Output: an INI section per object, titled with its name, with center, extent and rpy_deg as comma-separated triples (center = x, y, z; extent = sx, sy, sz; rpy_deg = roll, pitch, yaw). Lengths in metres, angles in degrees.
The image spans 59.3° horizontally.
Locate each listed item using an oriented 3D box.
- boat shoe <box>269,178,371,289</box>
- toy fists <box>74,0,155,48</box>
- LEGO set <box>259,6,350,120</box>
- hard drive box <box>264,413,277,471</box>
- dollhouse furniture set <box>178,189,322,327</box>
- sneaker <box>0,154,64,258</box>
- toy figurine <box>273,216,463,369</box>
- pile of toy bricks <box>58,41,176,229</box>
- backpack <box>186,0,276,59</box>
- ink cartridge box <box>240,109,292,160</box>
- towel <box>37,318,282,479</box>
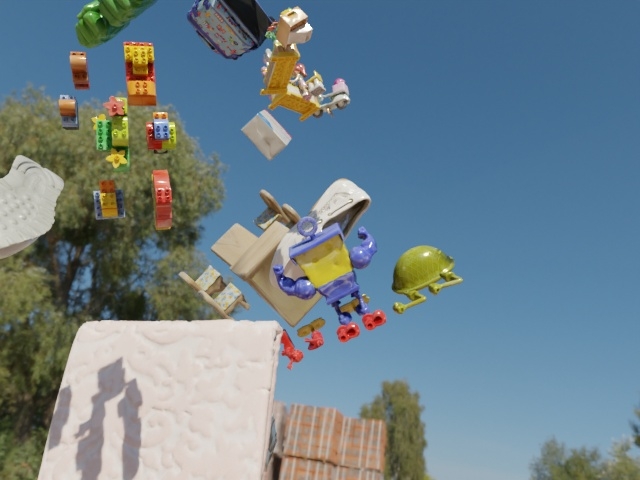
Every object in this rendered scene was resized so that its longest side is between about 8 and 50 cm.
[boat shoe]
center = 0.000, 0.000, 1.166
extent = 0.098, 0.277, 0.096
rpy_deg = 34, 3, -45
[toy fists]
center = -0.528, -0.585, 1.435
extent = 0.279, 0.142, 0.096
rpy_deg = -16, -56, 37
[LEGO set]
center = -0.051, -0.303, 0.949
extent = 0.132, 0.107, 0.287
rpy_deg = -21, -19, 12
[hard drive box]
center = -0.231, 0.459, 1.360
extent = 0.232, 0.089, 0.181
rpy_deg = 13, -38, 9
[dollhouse furniture set]
center = -0.196, 0.039, 1.588
extent = 0.394, 0.362, 0.256
rpy_deg = 31, -17, 46
[sneaker]
center = -0.384, -0.022, 0.685
extent = 0.090, 0.235, 0.095
rpy_deg = 40, -78, -20
[toy figurine]
center = 0.042, 0.043, 1.013
extent = 0.362, 0.217, 0.191
rpy_deg = -28, 5, 6
[pile of toy bricks]
center = -0.211, -0.117, 0.593
extent = 0.118, 0.212, 0.105
rpy_deg = -5, -2, -19
[backpack]
center = -0.207, -0.462, 1.191
extent = 0.173, 0.117, 0.158
rpy_deg = 1, -37, 47
[ink cartridge box]
center = -0.169, -0.347, 1.822
extent = 0.078, 0.231, 0.134
rpy_deg = -41, -78, 13
[towel]
center = -0.229, 0.266, 0.805
extent = 0.331, 0.317, 0.053
rpy_deg = -2, -27, 11
